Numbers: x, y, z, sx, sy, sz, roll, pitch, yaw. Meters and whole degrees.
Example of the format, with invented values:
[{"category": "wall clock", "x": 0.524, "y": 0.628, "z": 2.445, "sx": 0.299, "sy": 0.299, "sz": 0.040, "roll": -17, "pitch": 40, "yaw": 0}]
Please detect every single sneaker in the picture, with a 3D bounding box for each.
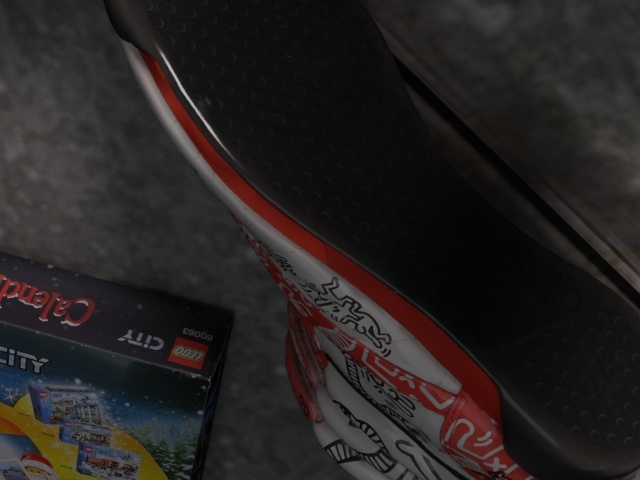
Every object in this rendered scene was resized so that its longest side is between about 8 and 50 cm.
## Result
[{"category": "sneaker", "x": 0.000, "y": 0.001, "z": 0.551, "sx": 0.270, "sy": 0.090, "sz": 0.145, "roll": 45, "pitch": 149, "yaw": -3}]

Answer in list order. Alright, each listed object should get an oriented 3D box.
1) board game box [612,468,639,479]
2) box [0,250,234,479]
[{"category": "board game box", "x": 0.145, "y": 0.138, "z": 0.488, "sx": 0.097, "sy": 0.303, "sz": 0.224, "roll": 31, "pitch": 130, "yaw": -12}, {"category": "box", "x": -0.168, "y": 0.074, "z": 0.684, "sx": 0.233, "sy": 0.044, "sz": 0.159, "roll": 16, "pitch": 131, "yaw": 1}]
